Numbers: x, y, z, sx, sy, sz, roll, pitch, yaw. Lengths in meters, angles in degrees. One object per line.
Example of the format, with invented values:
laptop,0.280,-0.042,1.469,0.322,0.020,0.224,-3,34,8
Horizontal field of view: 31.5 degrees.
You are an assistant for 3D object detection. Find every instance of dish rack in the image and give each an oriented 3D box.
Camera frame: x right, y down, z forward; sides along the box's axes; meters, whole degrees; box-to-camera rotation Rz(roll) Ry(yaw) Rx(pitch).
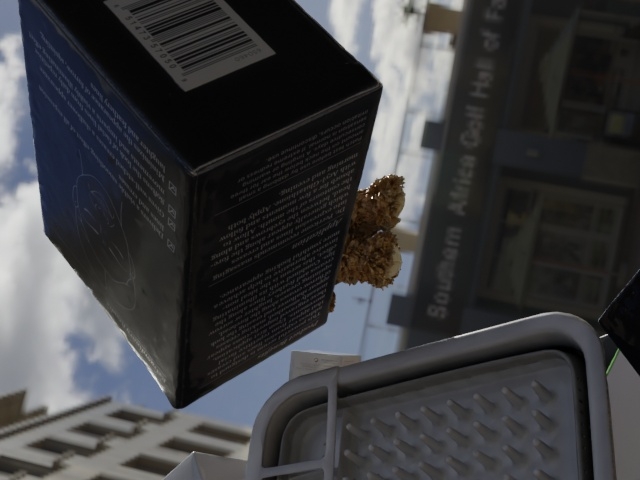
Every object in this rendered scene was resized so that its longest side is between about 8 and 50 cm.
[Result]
dish rack,0.084,0.220,0.881,0.072,0.333,0.285,41,-138,-39

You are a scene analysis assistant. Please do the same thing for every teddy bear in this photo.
teddy bear,0.000,0.000,1.682,0.113,0.338,0.245,11,-89,-39

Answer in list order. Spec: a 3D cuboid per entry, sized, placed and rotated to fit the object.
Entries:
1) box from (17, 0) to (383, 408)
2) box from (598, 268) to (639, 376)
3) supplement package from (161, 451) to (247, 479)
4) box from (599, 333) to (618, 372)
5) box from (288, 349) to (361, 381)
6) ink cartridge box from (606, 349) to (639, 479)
box,-0.134,-0.073,1.155,0.212,0.293,0.395,-28,-28,-28
box,0.319,0.073,0.820,0.158,0.156,0.093,-16,-31,-31
supplement package,-0.128,0.385,1.305,0.149,0.203,0.194,20,-145,-45
box,0.547,0.196,1.818,0.261,0.184,0.103,-38,55,56
box,0.003,0.272,1.904,0.130,0.091,0.170,21,-106,-73
ink cartridge box,0.433,0.247,1.384,0.273,0.115,0.198,23,-86,-47
